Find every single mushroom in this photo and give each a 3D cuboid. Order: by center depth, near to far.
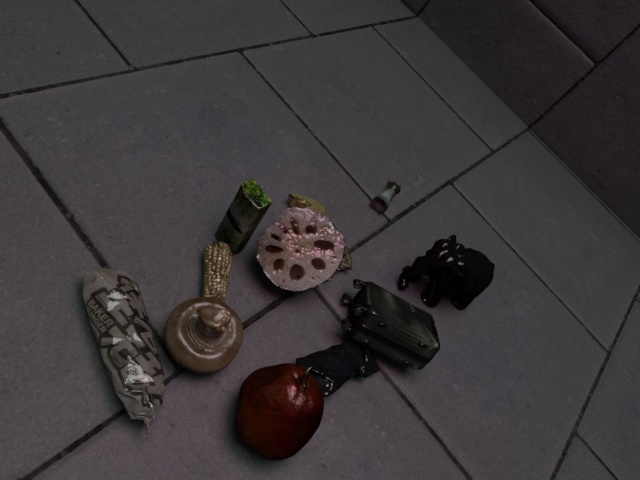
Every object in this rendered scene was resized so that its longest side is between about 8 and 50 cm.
[{"bbox_3d":[-0.289,0.230,1.241,0.204,0.204,0.204,15,52,-20],"label":"mushroom"}]

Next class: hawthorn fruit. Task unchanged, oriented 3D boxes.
[{"bbox_3d":[-0.092,0.403,1.191,0.224,0.261,0.224,20,44,-21],"label":"hawthorn fruit"}]

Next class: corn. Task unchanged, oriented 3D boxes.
[{"bbox_3d":[-0.301,0.098,1.404,0.087,0.087,0.210,12,52,-23],"label":"corn"}]

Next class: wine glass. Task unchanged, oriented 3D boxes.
[{"bbox_3d":[0.263,-0.176,1.938,0.072,0.072,0.155,40,48,1],"label":"wine glass"}]

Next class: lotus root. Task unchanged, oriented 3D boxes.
[{"bbox_3d":[-0.066,0.020,1.514,0.273,0.192,0.271,-1,96,-7],"label":"lotus root"}]

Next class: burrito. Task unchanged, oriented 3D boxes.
[{"bbox_3d":[-0.466,0.259,1.185,0.139,0.101,0.445,-6,58,-46],"label":"burrito"}]

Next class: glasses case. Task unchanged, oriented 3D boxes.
[{"bbox_3d":[-0.235,-0.060,1.427,0.095,0.272,0.062,49,49,9],"label":"glasses case"}]

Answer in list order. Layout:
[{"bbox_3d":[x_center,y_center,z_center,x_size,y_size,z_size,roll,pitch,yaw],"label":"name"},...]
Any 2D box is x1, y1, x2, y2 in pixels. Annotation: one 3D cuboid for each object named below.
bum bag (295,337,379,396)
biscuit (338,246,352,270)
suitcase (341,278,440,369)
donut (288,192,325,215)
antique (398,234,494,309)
[{"bbox_3d":[0.061,0.365,1.429,0.310,0.074,0.137,-11,52,-41],"label":"bum bag"},{"bbox_3d":[-0.001,0.001,1.678,0.290,0.038,0.141,35,44,1],"label":"biscuit"},{"bbox_3d":[0.218,0.263,1.529,0.312,0.128,0.202,28,25,-11],"label":"suitcase"},{"bbox_3d":[-0.043,-0.102,1.683,0.108,0.065,0.166,6,27,-36],"label":"donut"},{"bbox_3d":[0.462,0.114,1.724,0.323,0.255,0.185,11,56,-21],"label":"antique"}]
